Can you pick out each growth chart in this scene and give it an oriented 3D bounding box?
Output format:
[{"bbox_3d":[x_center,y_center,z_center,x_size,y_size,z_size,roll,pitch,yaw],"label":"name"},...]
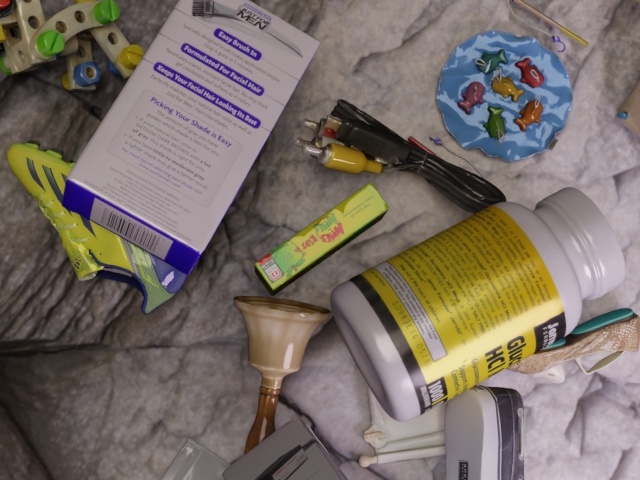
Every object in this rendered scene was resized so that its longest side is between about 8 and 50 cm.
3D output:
[{"bbox_3d":[0.131,0.173,1.489,0.172,0.021,0.237,-2,82,-3],"label":"growth chart"}]

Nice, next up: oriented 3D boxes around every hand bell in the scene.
[{"bbox_3d":[-0.066,0.199,1.447,0.126,0.126,0.242,9,93,-1],"label":"hand bell"}]

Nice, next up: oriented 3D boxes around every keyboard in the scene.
[{"bbox_3d":[-0.208,0.372,1.424,0.072,0.014,0.256,34,70,1],"label":"keyboard"}]

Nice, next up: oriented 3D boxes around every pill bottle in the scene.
[{"bbox_3d":[0.196,0.069,1.405,0.334,0.188,0.188,-27,84,-7],"label":"pill bottle"}]

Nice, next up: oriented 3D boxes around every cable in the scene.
[{"bbox_3d":[0.103,-0.101,1.505,0.287,0.139,0.072,24,116,-13],"label":"cable"}]

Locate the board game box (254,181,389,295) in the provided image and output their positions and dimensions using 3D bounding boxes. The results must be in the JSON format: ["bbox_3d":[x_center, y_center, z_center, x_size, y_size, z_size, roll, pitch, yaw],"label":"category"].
[{"bbox_3d":[0.000,0.000,1.472,0.181,0.092,0.043,-35,86,-7],"label":"board game box"}]

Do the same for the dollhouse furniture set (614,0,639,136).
[{"bbox_3d":[0.528,-0.235,1.547,0.286,0.198,0.303,41,114,25],"label":"dollhouse furniture set"}]

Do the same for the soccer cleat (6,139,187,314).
[{"bbox_3d":[-0.300,-0.018,1.461,0.289,0.093,0.121,37,83,2],"label":"soccer cleat"}]

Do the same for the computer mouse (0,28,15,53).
[{"bbox_3d":[-0.516,-0.177,1.491,0.189,0.072,0.272,11,69,1],"label":"computer mouse"}]

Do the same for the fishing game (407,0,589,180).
[{"bbox_3d":[0.251,-0.196,1.539,0.189,0.041,0.264,38,84,2],"label":"fishing game"}]

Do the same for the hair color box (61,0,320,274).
[{"bbox_3d":[-0.160,-0.150,1.432,0.185,0.110,0.338,30,68,-6],"label":"hair color box"}]

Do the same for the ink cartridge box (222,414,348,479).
[{"bbox_3d":[0.011,0.354,1.294,0.129,0.307,0.223,-36,100,-5],"label":"ink cartridge box"}]

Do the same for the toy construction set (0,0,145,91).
[{"bbox_3d":[-0.372,-0.345,1.458,0.215,0.151,0.327,-18,80,-43],"label":"toy construction set"}]

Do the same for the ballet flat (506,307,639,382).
[{"bbox_3d":[0.323,0.148,1.481,0.206,0.073,0.067,-16,97,-1],"label":"ballet flat"}]

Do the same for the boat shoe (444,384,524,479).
[{"bbox_3d":[0.214,0.334,1.434,0.102,0.108,0.301,4,83,-30],"label":"boat shoe"}]
